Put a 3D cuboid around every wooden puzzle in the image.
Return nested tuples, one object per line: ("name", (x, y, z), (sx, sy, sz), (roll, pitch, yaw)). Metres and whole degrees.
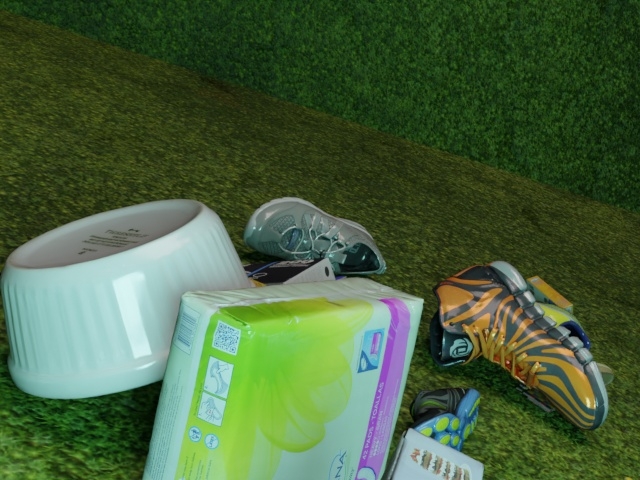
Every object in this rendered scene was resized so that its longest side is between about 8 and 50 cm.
("wooden puzzle", (0.339, 0.242, 1.458), (0.083, 0.006, 0.049), (34, 22, 35))

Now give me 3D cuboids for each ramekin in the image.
("ramekin", (-0.209, 0.049, 1.013), (0.273, 0.127, 0.273), (-13, 17, 4))

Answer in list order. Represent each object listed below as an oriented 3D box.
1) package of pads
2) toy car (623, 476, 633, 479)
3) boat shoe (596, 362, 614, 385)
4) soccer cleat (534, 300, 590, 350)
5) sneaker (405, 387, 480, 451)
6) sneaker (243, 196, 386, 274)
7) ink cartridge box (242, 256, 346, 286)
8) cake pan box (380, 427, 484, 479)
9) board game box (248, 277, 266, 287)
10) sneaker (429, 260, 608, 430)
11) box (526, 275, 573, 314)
("package of pads", (-0.032, 0.160, 0.914), (0.101, 0.229, 0.296), (20, 12, 35))
("toy car", (0.368, 0.320, 1.198), (0.060, 0.040, 0.122), (22, 18, 6))
("boat shoe", (0.422, 0.228, 1.535), (0.135, 0.050, 0.045), (-1, 29, -28))
("soccer cleat", (0.336, 0.145, 1.605), (0.289, 0.093, 0.121), (10, 23, -33))
("sneaker", (0.142, 0.230, 1.202), (0.078, 0.067, 0.188), (5, 12, 25))
("sneaker", (0.000, 0.000, 1.635), (0.281, 0.105, 0.115), (8, 21, -37))
("ink cartridge box", (-0.095, 0.059, 1.308), (0.206, 0.045, 0.208), (-5, 7, 22))
("cake pan box", (0.014, 0.276, 0.583), (0.070, 0.246, 0.267), (23, 17, 8))
("board game box", (-0.104, 0.142, 1.056), (0.039, 0.124, 0.259), (21, 17, -2))
("sneaker", (0.272, 0.173, 1.429), (0.180, 0.124, 0.321), (-15, 45, -23))
("box", (0.422, 0.125, 1.782), (0.028, 0.081, 0.136), (-18, 30, -16))
